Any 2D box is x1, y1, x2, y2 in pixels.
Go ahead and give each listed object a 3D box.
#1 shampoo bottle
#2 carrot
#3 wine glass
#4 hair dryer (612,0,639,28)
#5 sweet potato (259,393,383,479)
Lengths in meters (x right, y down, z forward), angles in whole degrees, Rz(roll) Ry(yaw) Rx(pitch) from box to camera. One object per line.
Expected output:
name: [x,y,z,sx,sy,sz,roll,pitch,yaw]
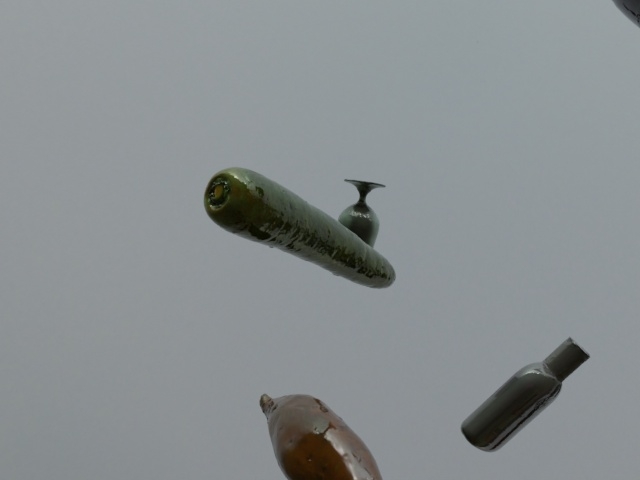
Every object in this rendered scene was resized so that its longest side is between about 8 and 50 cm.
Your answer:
shampoo bottle: [0.238,0.178,0.693,0.165,0.040,0.080,-47,-48,13]
carrot: [0.000,0.000,0.751,0.074,0.358,0.074,-16,-117,34]
wine glass: [0.087,-0.024,1.422,0.103,0.103,0.231,10,-87,11]
hair dryer: [0.523,-0.301,0.666,0.301,0.361,0.121,48,-23,27]
sweet potato: [0.000,0.279,0.784,0.112,0.359,0.112,-8,-73,-29]
